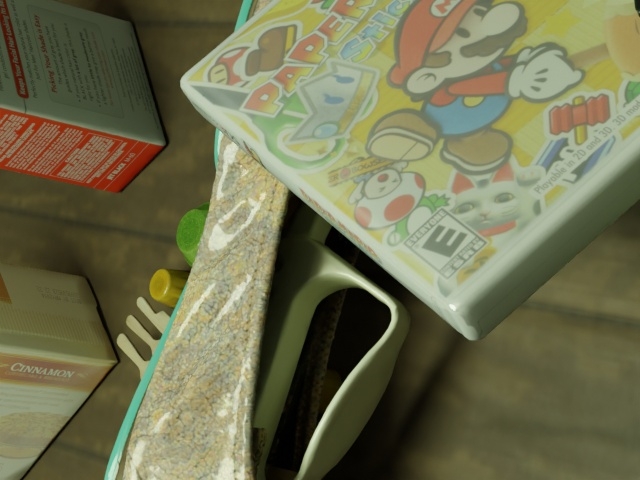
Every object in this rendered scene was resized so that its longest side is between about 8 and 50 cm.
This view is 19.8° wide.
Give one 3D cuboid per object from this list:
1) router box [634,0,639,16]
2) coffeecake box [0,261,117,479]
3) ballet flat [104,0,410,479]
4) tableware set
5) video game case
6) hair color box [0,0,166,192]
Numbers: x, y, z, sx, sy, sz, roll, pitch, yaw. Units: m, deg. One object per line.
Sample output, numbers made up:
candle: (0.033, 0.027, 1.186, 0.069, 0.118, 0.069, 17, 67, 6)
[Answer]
router box: (0.171, -0.163, 0.664, 0.133, 0.046, 0.179, -31, 39, 31)
coffeecake box: (-0.226, 0.093, 1.020, 0.185, 0.142, 0.068, -49, 49, 28)
ballet flat: (0.000, 0.000, 0.830, 0.106, 0.107, 0.316, 12, 84, 29)
tableware set: (-0.042, 0.048, 0.921, 0.154, 0.024, 0.104, 41, 108, 47)
video game case: (0.080, -0.089, 0.729, 0.227, 0.026, 0.206, -41, 44, -8)
hair color box: (-0.173, -0.088, 0.989, 0.053, 0.167, 0.093, -41, 52, 34)
